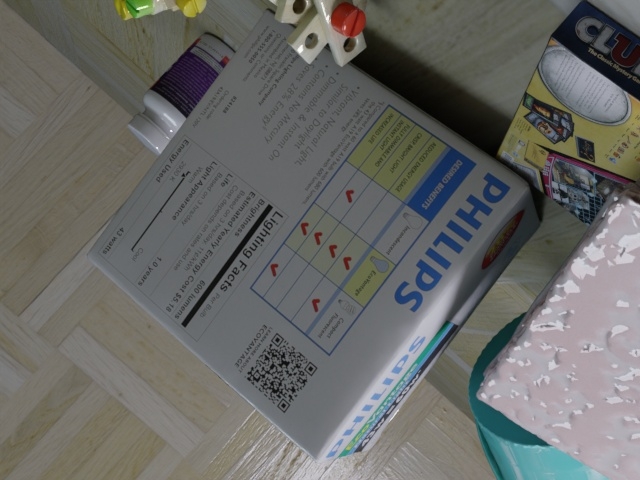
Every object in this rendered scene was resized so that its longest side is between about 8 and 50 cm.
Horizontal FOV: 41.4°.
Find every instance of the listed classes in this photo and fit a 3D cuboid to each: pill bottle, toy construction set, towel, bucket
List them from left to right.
[{"bbox_3d":[-0.211,-0.224,1.341,0.108,0.193,0.108,39,169,9],"label":"pill bottle"},{"bbox_3d":[-0.103,-0.281,0.834,0.327,0.151,0.215,26,139,30],"label":"toy construction set"},{"bbox_3d":[0.321,0.207,1.013,0.183,0.281,0.281,57,164,-26],"label":"bucket"},{"bbox_3d":[0.330,0.125,0.734,0.317,0.053,0.332,30,141,8],"label":"towel"}]

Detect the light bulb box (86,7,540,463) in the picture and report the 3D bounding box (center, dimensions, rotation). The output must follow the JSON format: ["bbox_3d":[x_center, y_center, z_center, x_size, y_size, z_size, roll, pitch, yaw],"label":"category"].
[{"bbox_3d":[0.000,0.000,0.979,0.361,0.358,0.225,38,-177,20],"label":"light bulb box"}]

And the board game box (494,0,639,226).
[{"bbox_3d":[0.244,-0.079,0.714,0.165,0.042,0.243,39,170,11],"label":"board game box"}]
